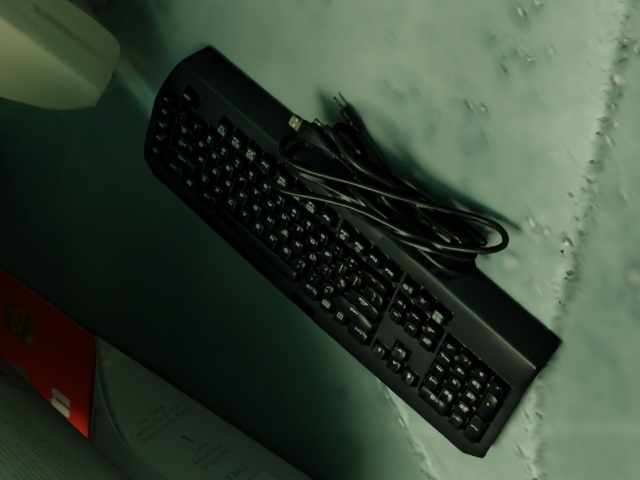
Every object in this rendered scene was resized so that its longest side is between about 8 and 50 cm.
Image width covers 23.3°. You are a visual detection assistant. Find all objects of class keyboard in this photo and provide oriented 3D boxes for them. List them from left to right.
[{"bbox_3d":[0.000,0.000,0.591,0.192,0.038,0.100,40,134,17],"label":"keyboard"}]

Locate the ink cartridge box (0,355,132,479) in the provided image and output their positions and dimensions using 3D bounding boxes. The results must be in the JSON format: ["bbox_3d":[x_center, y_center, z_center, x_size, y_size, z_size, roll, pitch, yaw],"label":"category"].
[{"bbox_3d":[-0.186,0.073,0.621,0.275,0.239,0.060,31,92,48],"label":"ink cartridge box"}]

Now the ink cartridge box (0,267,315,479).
[{"bbox_3d":[-0.103,0.145,0.757,0.232,0.066,0.189,28,129,23],"label":"ink cartridge box"}]

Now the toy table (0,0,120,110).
[{"bbox_3d":[-0.214,-0.113,0.591,0.160,0.274,0.252,-13,64,43],"label":"toy table"}]
